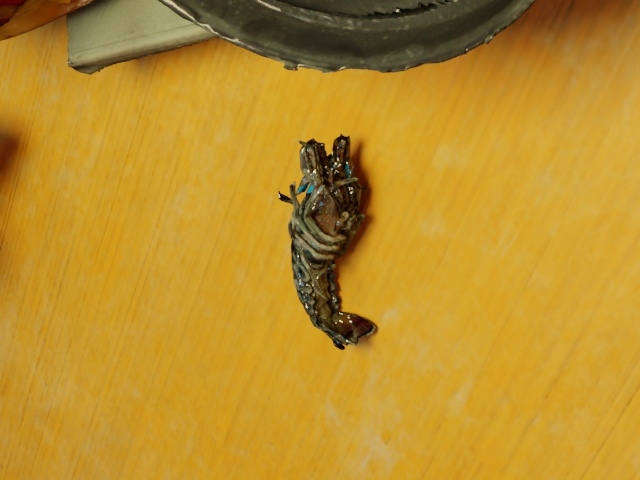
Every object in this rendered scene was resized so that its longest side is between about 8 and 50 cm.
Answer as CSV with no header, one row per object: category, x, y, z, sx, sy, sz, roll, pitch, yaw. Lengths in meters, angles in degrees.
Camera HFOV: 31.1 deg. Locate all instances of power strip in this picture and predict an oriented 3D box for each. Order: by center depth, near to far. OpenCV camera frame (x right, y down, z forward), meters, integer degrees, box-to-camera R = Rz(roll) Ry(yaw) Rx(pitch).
power strip,-0.117,-0.243,0.903,0.198,0.065,0.213,-5,81,39

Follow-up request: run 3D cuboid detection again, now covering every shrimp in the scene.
shrimp,-0.004,0.000,0.877,0.076,0.082,0.174,9,115,31

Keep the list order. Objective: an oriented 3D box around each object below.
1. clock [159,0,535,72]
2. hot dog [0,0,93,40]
clock,-0.027,-0.257,0.569,0.386,0.076,0.386,25,144,19
hot dog,-0.210,-0.305,0.826,0.223,0.185,0.405,41,110,37
